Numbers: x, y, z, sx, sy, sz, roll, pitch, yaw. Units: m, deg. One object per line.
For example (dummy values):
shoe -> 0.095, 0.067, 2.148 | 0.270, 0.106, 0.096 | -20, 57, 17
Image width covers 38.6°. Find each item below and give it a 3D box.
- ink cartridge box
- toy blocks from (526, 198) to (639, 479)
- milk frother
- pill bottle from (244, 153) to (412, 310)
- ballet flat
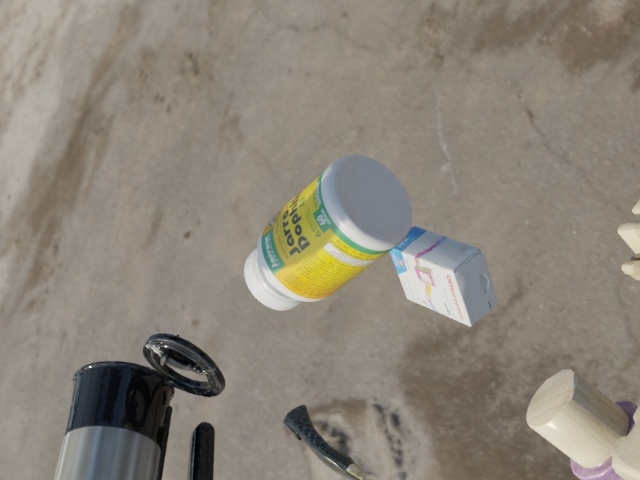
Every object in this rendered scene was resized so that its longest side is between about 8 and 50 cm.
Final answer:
ink cartridge box -> 0.151, 0.043, 1.127 | 0.052, 0.088, 0.122 | -37, 32, -23
toy blocks -> 0.311, 0.086, 0.465 | 0.288, 0.260, 0.309 | -54, 9, -8
milk frother -> -0.140, 0.155, 0.689 | 0.143, 0.129, 0.134 | 98, 175, -53
pill bottle -> 0.000, 0.000, 1.057 | 0.208, 0.118, 0.117 | -39, 45, 45
ballet flat -> 0.008, 0.313, 1.411 | 0.049, 0.057, 0.173 | -43, 54, -16
